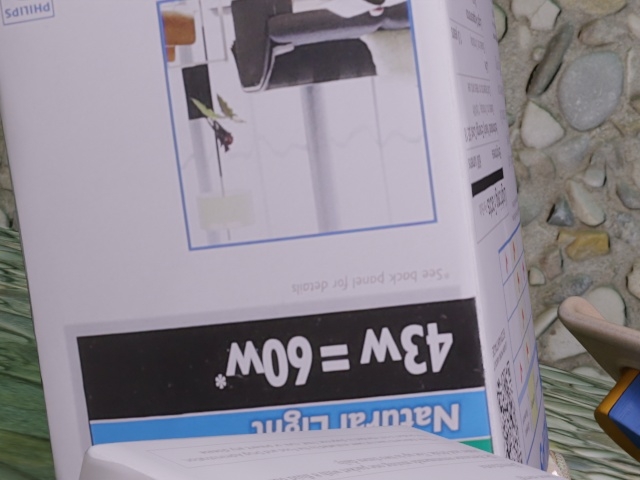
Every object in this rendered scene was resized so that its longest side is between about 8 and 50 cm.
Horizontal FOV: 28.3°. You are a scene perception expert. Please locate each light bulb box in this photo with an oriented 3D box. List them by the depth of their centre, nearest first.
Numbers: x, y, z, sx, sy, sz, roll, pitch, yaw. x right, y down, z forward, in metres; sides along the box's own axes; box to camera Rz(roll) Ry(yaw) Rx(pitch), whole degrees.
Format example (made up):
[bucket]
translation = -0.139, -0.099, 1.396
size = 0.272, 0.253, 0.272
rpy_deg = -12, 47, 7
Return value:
[light bulb box]
translation = 0.000, 0.000, 0.747
size = 0.225, 0.361, 0.358
rpy_deg = -6, 4, 13

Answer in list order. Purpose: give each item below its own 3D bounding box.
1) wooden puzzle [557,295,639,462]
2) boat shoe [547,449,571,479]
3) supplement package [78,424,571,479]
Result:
[wooden puzzle]
translation = 0.348, 0.200, 0.985
size = 0.322, 0.080, 0.348
rpy_deg = 45, -6, -22
[boat shoe]
translation = 0.152, 0.198, 0.934
size = 0.302, 0.098, 0.109
rpy_deg = 13, 3, 4
[supplement package]
translation = 0.084, 0.172, 0.315
size = 0.293, 0.175, 0.177
rpy_deg = 14, 2, 34
